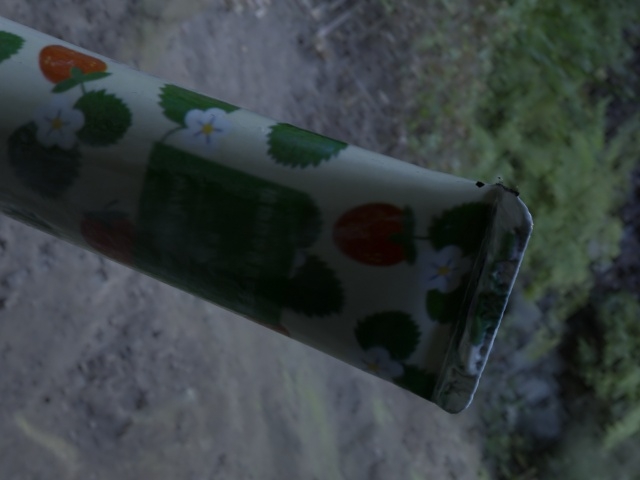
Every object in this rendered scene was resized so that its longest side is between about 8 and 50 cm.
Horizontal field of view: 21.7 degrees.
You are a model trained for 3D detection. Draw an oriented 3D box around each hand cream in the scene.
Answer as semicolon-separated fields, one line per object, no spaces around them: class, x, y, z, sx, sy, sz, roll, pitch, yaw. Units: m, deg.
hand cream;-0.067;-0.026;0.560;0.059;0.276;0.095;-56;163;-50
